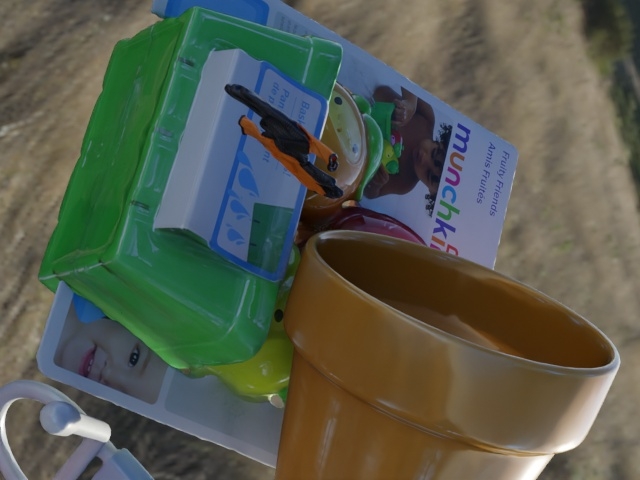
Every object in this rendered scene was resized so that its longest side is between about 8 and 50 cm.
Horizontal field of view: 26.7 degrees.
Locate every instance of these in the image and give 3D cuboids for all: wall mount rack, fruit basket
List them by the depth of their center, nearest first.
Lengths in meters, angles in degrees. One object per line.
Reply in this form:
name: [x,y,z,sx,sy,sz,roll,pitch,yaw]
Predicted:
wall mount rack: [-0.105,0.223,0.821,0.350,0.304,0.130,46,43,7]
fruit basket: [0.000,0.000,0.952,0.353,0.165,0.327,26,67,-26]

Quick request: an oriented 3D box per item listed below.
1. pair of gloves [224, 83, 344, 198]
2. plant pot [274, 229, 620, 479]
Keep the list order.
pair of gloves: [-0.020,-0.052,0.731,0.074,0.010,0.083,38,-11,14]
plant pot: [0.058,0.119,0.852,0.188,0.205,0.205,-70,166,13]
